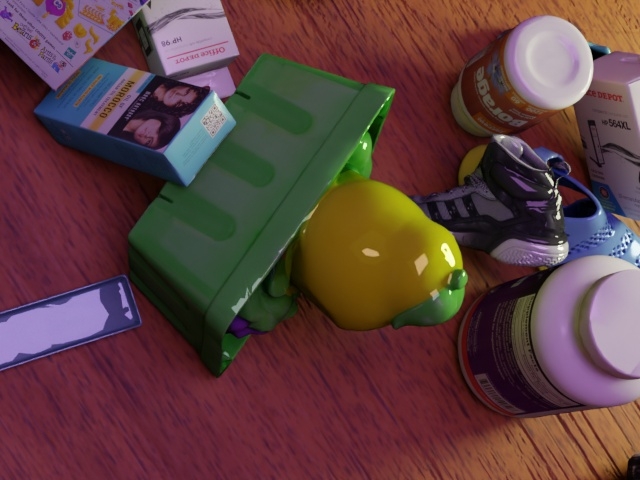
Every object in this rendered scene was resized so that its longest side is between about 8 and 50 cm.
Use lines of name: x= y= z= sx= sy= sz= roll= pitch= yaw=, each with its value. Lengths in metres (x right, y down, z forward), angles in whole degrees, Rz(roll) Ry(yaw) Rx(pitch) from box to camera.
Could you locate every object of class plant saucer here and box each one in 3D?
plant saucer: x=-0.313 y=0.099 z=1.823 sx=0.192 sy=0.018 sz=0.067 roll=-17 pitch=86 yaw=-20

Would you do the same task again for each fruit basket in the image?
fruit basket: x=0.000 y=0.000 z=1.804 sx=0.392 sy=0.283 sz=0.392 roll=2 pitch=71 yaw=-6

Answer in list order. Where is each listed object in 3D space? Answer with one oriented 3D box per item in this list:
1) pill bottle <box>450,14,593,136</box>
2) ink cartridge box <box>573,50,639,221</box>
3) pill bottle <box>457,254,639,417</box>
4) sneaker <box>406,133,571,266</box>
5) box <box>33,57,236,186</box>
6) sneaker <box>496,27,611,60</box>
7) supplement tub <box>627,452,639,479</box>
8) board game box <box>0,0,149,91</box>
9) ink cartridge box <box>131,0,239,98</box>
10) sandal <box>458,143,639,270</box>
pill bottle: x=0.251 y=-0.202 z=1.966 sx=0.121 sy=0.216 sz=0.121 roll=4 pitch=78 yaw=-18
ink cartridge box: x=0.415 y=-0.136 z=2.014 sx=0.086 sy=0.148 sz=0.203 roll=-24 pitch=110 yaw=-18
pill bottle: x=0.307 y=0.119 z=1.868 sx=0.181 sy=0.323 sz=0.182 roll=4 pitch=79 yaw=-19
sneaker: x=0.187 y=-0.062 z=1.914 sx=0.268 sy=0.101 sz=0.153 roll=11 pitch=105 yaw=21
box: x=-0.221 y=-0.144 z=1.787 sx=0.100 sy=0.244 sz=0.060 roll=-54 pitch=136 yaw=-20
sneaker: x=0.322 y=-0.261 z=2.076 sx=0.166 sy=0.076 sz=0.065 roll=9 pitch=76 yaw=-17
supplement tub: x=0.506 y=0.433 z=1.942 sx=0.207 sy=0.207 sz=0.338 roll=-1 pitch=81 yaw=-19
board game box: x=-0.261 y=-0.330 z=1.787 sx=0.275 sy=0.142 sz=0.144 roll=-42 pitch=108 yaw=6
ink cartridge box: x=-0.171 y=-0.261 z=1.915 sx=0.104 sy=0.060 sz=0.180 roll=-19 pitch=87 yaw=-22
sandal: x=0.329 y=-0.018 z=2.003 sx=0.317 sy=0.138 sz=0.126 roll=35 pitch=69 yaw=-12
